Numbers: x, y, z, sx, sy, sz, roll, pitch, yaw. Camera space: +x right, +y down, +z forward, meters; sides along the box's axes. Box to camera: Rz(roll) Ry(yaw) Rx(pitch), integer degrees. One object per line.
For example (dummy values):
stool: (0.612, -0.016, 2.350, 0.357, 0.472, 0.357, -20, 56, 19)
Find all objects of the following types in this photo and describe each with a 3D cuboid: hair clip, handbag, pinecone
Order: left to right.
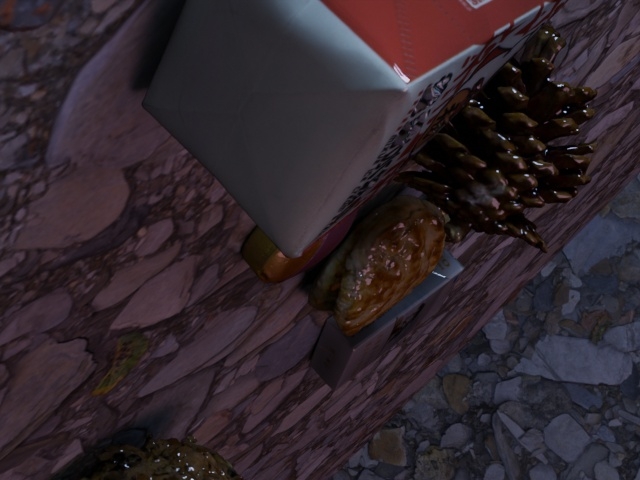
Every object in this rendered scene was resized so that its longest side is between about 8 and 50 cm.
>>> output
hair clip: (0.001, 0.001, 1.082, 0.137, 0.022, 0.054, -52, 164, 28)
handbag: (0.047, -0.140, 0.645, 0.298, 0.151, 0.171, -38, 168, -42)
pinecone: (0.182, -0.100, 0.979, 0.185, 0.169, 0.212, 22, 116, -26)

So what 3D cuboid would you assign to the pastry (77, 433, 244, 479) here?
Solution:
pastry: (-0.210, 0.343, 1.174, 0.275, 0.275, 0.193, -41, -155, -6)

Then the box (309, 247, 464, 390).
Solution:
box: (0.099, 0.113, 1.511, 0.233, 0.067, 0.149, -33, 163, -28)

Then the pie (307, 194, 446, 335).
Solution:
pie: (0.068, 0.030, 1.198, 0.179, 0.084, 0.205, -41, 162, -11)

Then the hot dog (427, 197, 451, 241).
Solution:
hot dog: (0.188, -0.046, 1.325, 0.099, 0.065, 0.147, -35, 167, 7)

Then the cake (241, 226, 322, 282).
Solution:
cake: (-0.034, 0.004, 0.969, 0.084, 0.044, 0.084, -41, 164, -14)
